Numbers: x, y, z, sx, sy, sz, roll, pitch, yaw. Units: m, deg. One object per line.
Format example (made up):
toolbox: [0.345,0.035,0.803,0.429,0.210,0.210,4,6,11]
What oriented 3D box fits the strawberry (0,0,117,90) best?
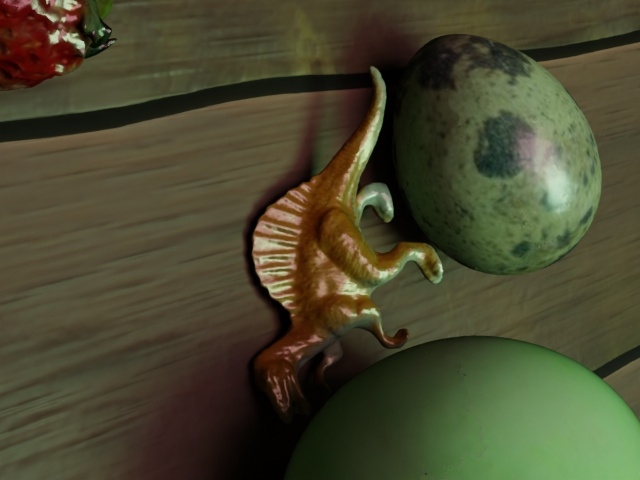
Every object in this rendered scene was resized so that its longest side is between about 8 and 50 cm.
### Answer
strawberry: [-0.166,-0.140,0.656,0.148,0.131,0.131,11,74,-6]

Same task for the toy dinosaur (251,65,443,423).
toy dinosaur: [0.000,0.002,0.887,0.142,0.057,0.212,-13,85,-30]

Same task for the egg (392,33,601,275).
egg: [0.120,-0.061,0.956,0.141,0.141,0.182,-42,108,-43]

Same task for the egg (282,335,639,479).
egg: [0.094,0.170,0.833,0.269,0.220,0.220,-6,91,-50]
